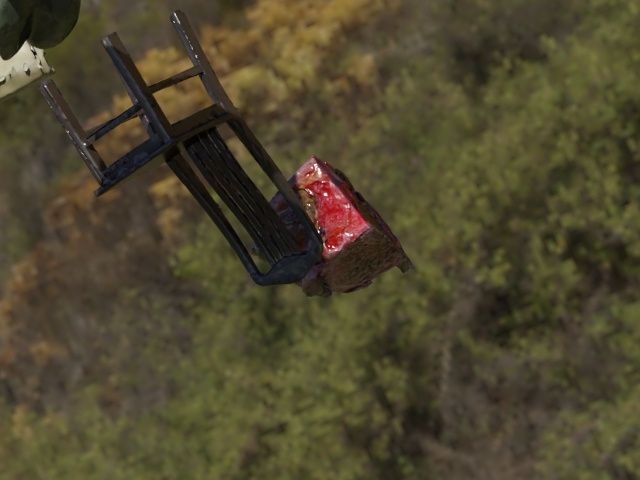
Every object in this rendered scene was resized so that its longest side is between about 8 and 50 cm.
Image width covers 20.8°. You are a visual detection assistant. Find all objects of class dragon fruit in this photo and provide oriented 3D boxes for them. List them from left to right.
[{"bbox_3d":[0.000,0.000,1.367,0.096,0.102,0.147,-45,-19,5],"label":"dragon fruit"}]

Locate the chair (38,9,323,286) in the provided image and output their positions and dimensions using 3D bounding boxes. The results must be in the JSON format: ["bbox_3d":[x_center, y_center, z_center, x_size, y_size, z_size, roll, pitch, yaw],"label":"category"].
[{"bbox_3d":[-0.093,-0.048,1.234,0.084,0.212,0.101,-31,0,36],"label":"chair"}]

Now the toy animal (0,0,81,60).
[{"bbox_3d":[-0.162,-0.196,0.959,0.138,0.108,0.236,-18,-13,-35],"label":"toy animal"}]

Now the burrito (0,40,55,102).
[{"bbox_3d":[-0.421,-0.152,1.564,0.331,0.190,0.135,-25,-6,-6],"label":"burrito"}]
